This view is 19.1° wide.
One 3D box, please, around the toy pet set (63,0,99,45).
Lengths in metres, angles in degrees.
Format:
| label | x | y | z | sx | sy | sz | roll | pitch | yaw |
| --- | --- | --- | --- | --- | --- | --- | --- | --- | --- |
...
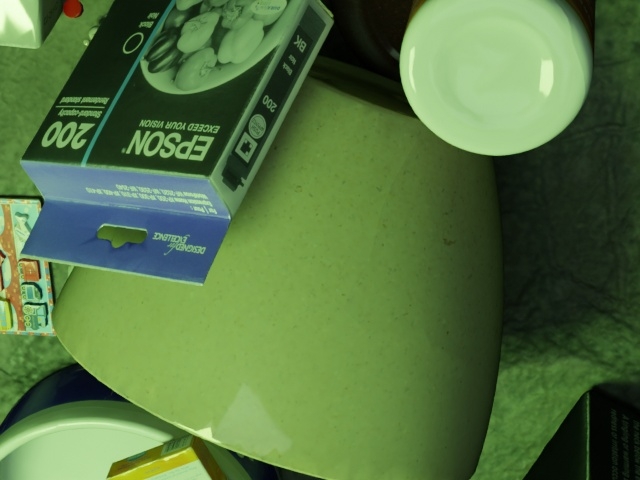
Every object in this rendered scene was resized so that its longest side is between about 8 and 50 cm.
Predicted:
| label | x | y | z | sx | sy | sz | roll | pitch | yaw |
| --- | --- | --- | --- | --- | --- | --- | --- | --- | --- |
| toy pet set | -0.112 | -0.158 | 1.440 | 0.122 | 0.065 | 0.114 | -30 | 77 | 14 |

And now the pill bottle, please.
| label | x | y | z | sx | sy | sz | roll | pitch | yaw |
| --- | --- | --- | --- | --- | --- | --- | --- | --- | --- |
| pill bottle | 0.122 | -0.152 | 1.263 | 0.121 | 0.216 | 0.121 | 4 | 118 | 7 |

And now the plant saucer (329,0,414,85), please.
| label | x | y | z | sx | sy | sz | roll | pitch | yaw |
| --- | --- | --- | --- | --- | --- | --- | --- | --- | --- |
| plant saucer | 0.101 | -0.183 | 1.394 | 0.199 | 0.036 | 0.198 | 4 | 118 | 8 |

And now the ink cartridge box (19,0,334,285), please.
| label | x | y | z | sx | sy | sz | roll | pitch | yaw |
| --- | --- | --- | --- | --- | --- | --- | --- | --- | --- |
| ink cartridge box | -0.111 | -0.076 | 1.295 | 0.206 | 0.208 | 0.045 | 6 | 154 | 45 |

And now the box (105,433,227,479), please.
| label | x | y | z | sx | sy | sz | roll | pitch | yaw |
| --- | --- | --- | --- | --- | --- | --- | --- | --- | --- |
| box | -0.103 | 0.224 | 1.527 | 0.081 | 0.028 | 0.136 | -22 | 115 | 19 |

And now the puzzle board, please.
| label | x | y | z | sx | sy | sz | roll | pitch | yaw |
| --- | --- | --- | --- | --- | --- | --- | --- | --- | --- |
| puzzle board | -0.271 | 0.022 | 1.575 | 0.096 | 0.011 | 0.128 | 1 | 117 | 8 |

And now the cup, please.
| label | x | y | z | sx | sy | sz | roll | pitch | yaw |
| --- | --- | --- | --- | --- | --- | --- | --- | --- | --- |
| cup | 0.000 | 0.000 | 1.370 | 0.331 | 0.331 | 0.237 | 20 | 103 | -2 |

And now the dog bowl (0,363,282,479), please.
| label | x | y | z | sx | sy | sz | roll | pitch | yaw |
| --- | --- | --- | --- | --- | --- | --- | --- | --- | --- |
| dog bowl | -0.166 | 0.236 | 1.618 | 0.265 | 0.104 | 0.265 | 4 | 118 | 7 |

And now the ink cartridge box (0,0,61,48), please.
| label | x | y | z | sx | sy | sz | roll | pitch | yaw |
| --- | --- | --- | --- | --- | --- | --- | --- | --- | --- |
| ink cartridge box | -0.343 | -0.284 | 1.394 | 0.296 | 0.066 | 0.261 | 6 | 119 | 5 |

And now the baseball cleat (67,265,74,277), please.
| label | x | y | z | sx | sy | sz | roll | pitch | yaw |
| --- | --- | --- | --- | --- | --- | --- | --- | --- | --- |
| baseball cleat | -0.153 | -0.007 | 1.507 | 0.109 | 0.072 | 0.206 | -4 | 121 | 4 |

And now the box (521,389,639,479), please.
| label | x | y | z | sx | sy | sz | roll | pitch | yaw |
| --- | --- | --- | --- | --- | --- | --- | --- | --- | --- |
| box | 0.299 | 0.462 | 1.556 | 0.472 | 0.297 | 0.480 | 28 | 118 | -5 |
